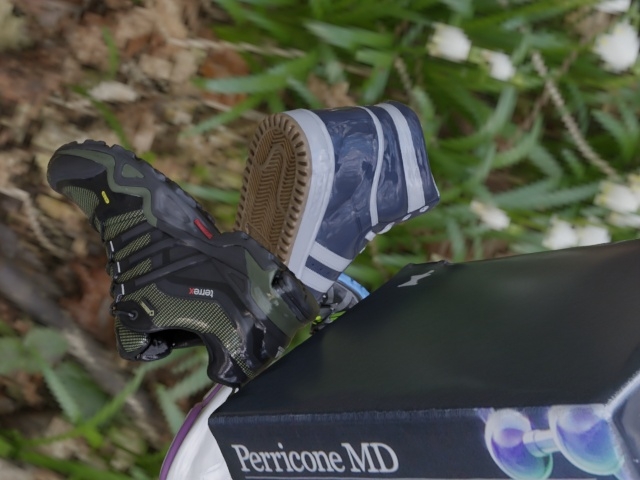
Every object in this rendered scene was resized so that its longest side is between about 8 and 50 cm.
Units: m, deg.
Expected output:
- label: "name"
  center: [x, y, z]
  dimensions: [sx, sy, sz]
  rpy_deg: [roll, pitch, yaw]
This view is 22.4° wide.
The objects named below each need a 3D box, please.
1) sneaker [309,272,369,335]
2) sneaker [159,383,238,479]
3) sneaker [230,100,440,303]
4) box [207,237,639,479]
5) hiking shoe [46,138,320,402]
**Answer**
- label: "sneaker"
  center: [0.015, 0.078, 1.707]
  dimensions: [0.078, 0.067, 0.188]
  rpy_deg: [-53, 125, -10]
- label: "sneaker"
  center: [-0.085, 0.267, 1.517]
  dimensions: [0.114, 0.152, 0.305]
  rpy_deg: [-50, 157, -73]
- label: "sneaker"
  center: [0.000, 0.000, 1.339]
  dimensions: [0.153, 0.099, 0.282]
  rpy_deg: [-16, 143, -35]
- label: "box"
  center: [0.167, 0.216, 0.923]
  dimensions: [0.212, 0.293, 0.395]
  rpy_deg: [-33, 106, -40]
- label: "hiking shoe"
  center: [-0.115, 0.019, 1.076]
  dimensions: [0.114, 0.227, 0.086]
  rpy_deg: [-53, 154, -6]
